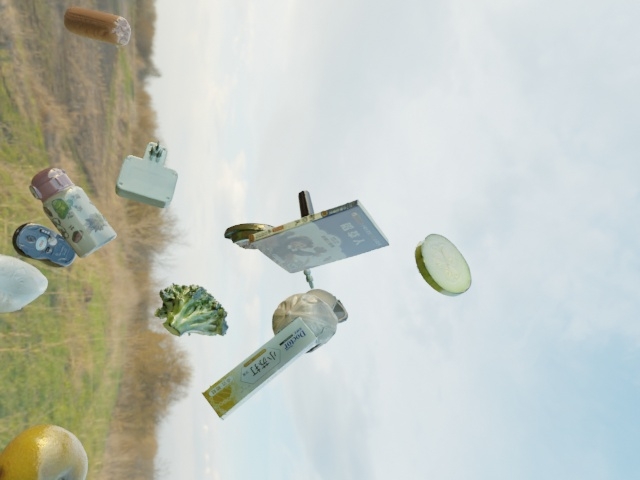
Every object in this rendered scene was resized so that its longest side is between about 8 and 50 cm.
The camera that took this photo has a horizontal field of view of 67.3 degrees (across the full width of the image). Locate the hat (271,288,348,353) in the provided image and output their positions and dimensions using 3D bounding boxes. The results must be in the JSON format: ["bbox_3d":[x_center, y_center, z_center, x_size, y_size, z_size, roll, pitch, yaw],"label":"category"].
[{"bbox_3d":[-0.044,0.224,1.482,0.275,0.232,0.161,-62,134,-64],"label":"hat"}]

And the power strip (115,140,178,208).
[{"bbox_3d":[-0.718,-0.294,2.035,0.141,0.229,0.261,-39,-141,56],"label":"power strip"}]

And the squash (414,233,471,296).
[{"bbox_3d":[0.396,0.083,1.555,0.041,0.219,0.219,-42,-130,45],"label":"squash"}]

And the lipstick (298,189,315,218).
[{"bbox_3d":[-0.052,-0.064,2.393,0.077,0.077,0.418,121,-36,-54],"label":"lipstick"}]

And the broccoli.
[{"bbox_3d":[-0.524,0.307,1.900,0.245,0.288,0.248,-47,137,-52],"label":"broccoli"}]

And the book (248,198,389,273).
[{"bbox_3d":[0.000,0.000,1.731,0.300,0.428,0.039,44,35,-50],"label":"book"}]

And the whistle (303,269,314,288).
[{"bbox_3d":[-0.049,0.160,2.058,0.035,0.035,0.100,-47,-121,62],"label":"whistle"}]

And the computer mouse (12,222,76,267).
[{"bbox_3d":[-1.080,0.023,1.878,0.096,0.233,0.137,-3,-119,46],"label":"computer mouse"}]

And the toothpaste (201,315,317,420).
[{"bbox_3d":[-0.150,0.327,1.242,0.089,0.313,0.071,46,-21,21],"label":"toothpaste"}]

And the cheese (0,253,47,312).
[{"bbox_3d":[-1.029,0.148,1.562,0.189,0.198,0.154,-24,-133,21],"label":"cheese"}]

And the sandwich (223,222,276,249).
[{"bbox_3d":[-0.313,-0.007,2.137,0.159,0.235,0.079,109,-12,-50],"label":"sandwich"}]

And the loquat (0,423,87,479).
[{"bbox_3d":[-0.678,0.554,1.165,0.208,0.208,0.208,179,-90,-70],"label":"loquat"}]

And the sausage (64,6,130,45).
[{"bbox_3d":[-0.692,-0.664,1.485,0.289,0.086,0.086,24,-62,30],"label":"sausage"}]

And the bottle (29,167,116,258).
[{"bbox_3d":[-0.690,-0.081,1.329,0.253,0.120,0.120,56,-16,-13],"label":"bottle"}]
